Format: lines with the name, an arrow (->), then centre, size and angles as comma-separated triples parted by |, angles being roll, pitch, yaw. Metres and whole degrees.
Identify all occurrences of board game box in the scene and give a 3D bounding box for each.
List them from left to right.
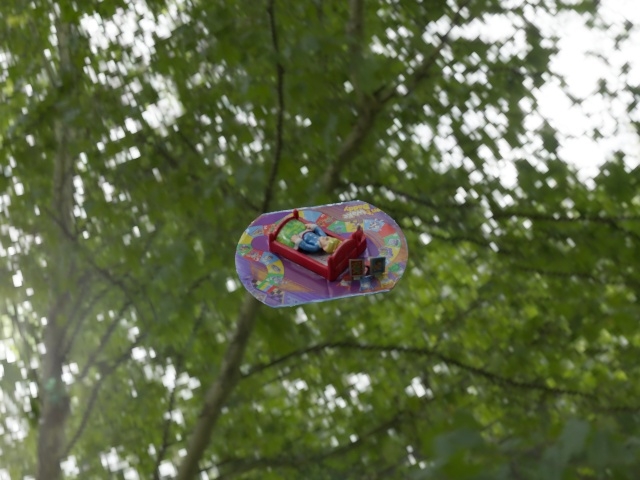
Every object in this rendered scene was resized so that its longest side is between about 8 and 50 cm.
board game box -> 0.000, 0.000, 1.226 | 0.168, 0.133, 0.033 | -7, -46, -5
